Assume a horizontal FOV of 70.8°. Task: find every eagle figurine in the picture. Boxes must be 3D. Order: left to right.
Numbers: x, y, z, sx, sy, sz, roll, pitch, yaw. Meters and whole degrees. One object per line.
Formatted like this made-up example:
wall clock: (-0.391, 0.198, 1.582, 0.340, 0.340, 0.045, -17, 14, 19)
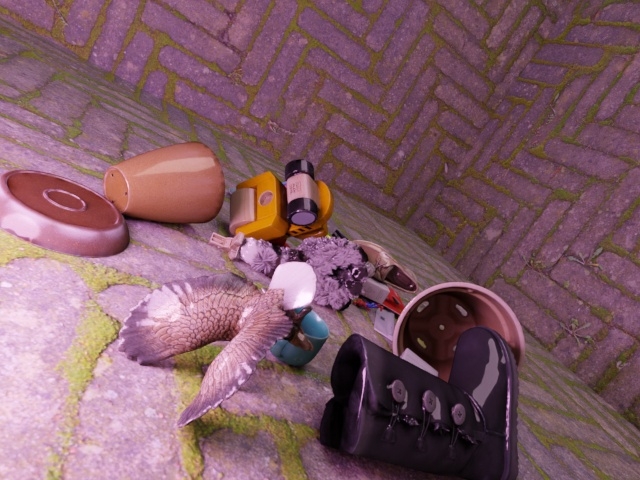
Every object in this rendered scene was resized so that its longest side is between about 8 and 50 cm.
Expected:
eagle figurine: (-0.142, 0.161, 0.764, 0.298, 0.226, 0.225, 2, 72, -51)

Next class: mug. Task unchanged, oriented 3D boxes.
mug: (-0.068, 0.206, 0.977, 0.158, 0.097, 0.129, 18, 21, -43)

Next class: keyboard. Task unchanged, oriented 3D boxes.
keyboard: (0.219, 0.273, 1.540, 0.072, 0.014, 0.256, 28, 14, 4)

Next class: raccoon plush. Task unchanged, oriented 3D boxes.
raccoon plush: (-0.023, 0.041, 1.457, 0.446, 0.216, 0.299, 29, 7, -9)

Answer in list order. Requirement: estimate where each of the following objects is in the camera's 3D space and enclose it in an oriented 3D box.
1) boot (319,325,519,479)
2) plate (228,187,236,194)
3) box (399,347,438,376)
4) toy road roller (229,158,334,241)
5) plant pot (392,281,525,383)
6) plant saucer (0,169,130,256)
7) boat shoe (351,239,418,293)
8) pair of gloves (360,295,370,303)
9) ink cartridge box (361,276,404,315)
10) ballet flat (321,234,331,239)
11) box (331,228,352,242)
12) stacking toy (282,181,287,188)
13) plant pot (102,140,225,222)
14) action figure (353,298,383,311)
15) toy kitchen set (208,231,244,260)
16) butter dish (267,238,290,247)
boot: (0.219, 0.291, 0.945, 0.445, 0.146, 0.367, 24, 50, -23)
plate: (-0.301, -0.161, 1.877, 0.188, 0.024, 0.188, 29, 15, -9)
box: (0.219, 0.344, 1.111, 0.102, 0.101, 0.087, 37, 15, 12)
toy road roller: (-0.112, -0.089, 1.475, 0.240, 0.330, 0.202, 45, 34, -54)
plant pot: (0.373, 0.278, 1.314, 0.334, 0.334, 0.305, 34, 2, 7)
plant saucer: (-0.561, -0.071, 0.979, 0.311, 0.050, 0.310, 31, 14, -8)
boat shoe: (0.232, 0.098, 1.662, 0.302, 0.109, 0.098, 33, 11, -5)
pair of gloves: (0.140, 0.199, 1.620, 0.083, 0.010, 0.074, 39, 15, 23)
ink cartridge box: (0.228, 0.172, 1.753, 0.261, 0.066, 0.296, 28, 13, -7)
ballet flat: (0.000, 0.000, 1.872, 0.231, 0.077, 0.077, 46, 40, 6)
box: (0.151, 0.053, 1.994, 0.191, 0.045, 0.184, 39, 11, -32)
stacking toy: (-0.157, -0.119, 1.836, 0.302, 0.166, 0.175, -56, 130, -59)
plant pot: (-0.429, -0.143, 1.207, 0.237, 0.237, 0.254, 38, 30, 23)
action figure: (0.159, 0.223, 1.545, 0.115, 0.030, 0.038, 19, 13, -27)
toy kitchen set: (-0.271, 0.011, 1.282, 0.075, 0.083, 0.068, 26, 57, -23)
butter dish: (-0.175, -0.054, 1.590, 0.160, 0.118, 0.160, 38, 16, 26)
